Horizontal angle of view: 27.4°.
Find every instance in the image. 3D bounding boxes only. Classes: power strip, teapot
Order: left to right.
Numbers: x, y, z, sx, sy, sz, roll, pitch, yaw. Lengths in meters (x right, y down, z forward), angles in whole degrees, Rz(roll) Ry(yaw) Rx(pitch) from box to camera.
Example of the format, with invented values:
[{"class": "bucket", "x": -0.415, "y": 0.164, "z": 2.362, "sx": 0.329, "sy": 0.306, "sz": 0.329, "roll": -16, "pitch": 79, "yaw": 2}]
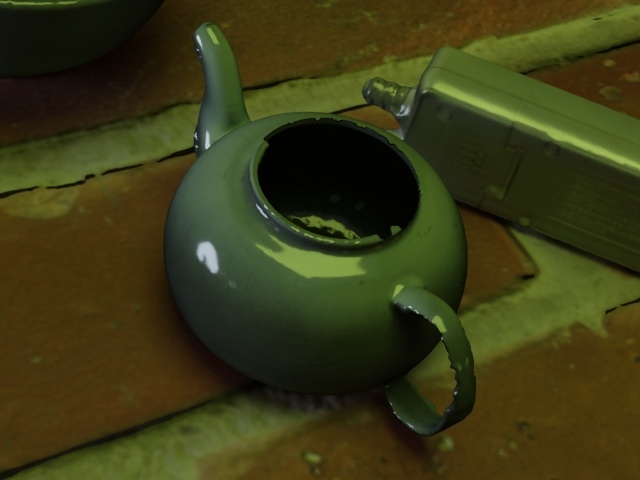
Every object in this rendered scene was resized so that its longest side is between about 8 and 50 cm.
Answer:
[{"class": "teapot", "x": 0.000, "y": 0.000, "z": 0.826, "sx": 0.193, "sy": 0.129, "sz": 0.294, "roll": -24, "pitch": 59, "yaw": -29}, {"class": "power strip", "x": 0.187, "y": -0.046, "z": 0.935, "sx": 0.338, "sy": 0.098, "sz": 0.058, "roll": 22, "pitch": 47, "yaw": 4}]

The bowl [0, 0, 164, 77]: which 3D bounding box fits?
[{"class": "bowl", "x": -0.229, "y": -0.213, "z": 0.942, "sx": 0.289, "sy": 0.146, "sz": 0.289, "roll": 8, "pitch": 49, "yaw": -10}]
